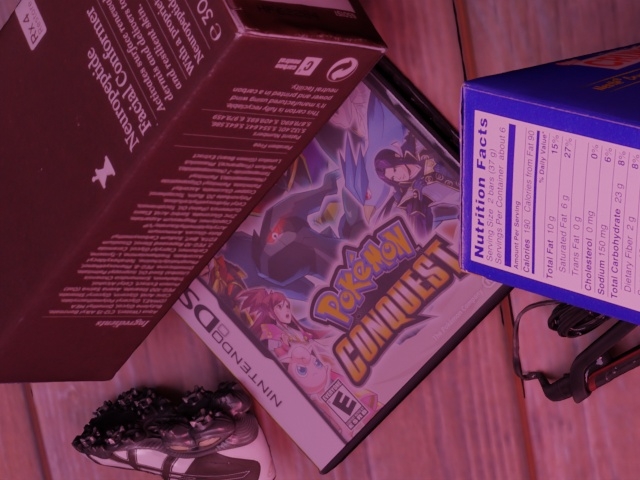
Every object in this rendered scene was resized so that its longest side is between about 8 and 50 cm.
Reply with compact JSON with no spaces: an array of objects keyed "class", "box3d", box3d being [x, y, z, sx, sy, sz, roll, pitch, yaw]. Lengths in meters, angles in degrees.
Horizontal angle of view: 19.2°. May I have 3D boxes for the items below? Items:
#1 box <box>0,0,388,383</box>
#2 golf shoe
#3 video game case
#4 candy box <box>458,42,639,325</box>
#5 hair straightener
[{"class":"box","box3d":[-0.142,-0.082,1.337,0.381,0.143,0.191,-50,55,35]},{"class":"golf shoe","box3d":[-0.116,0.167,1.479,0.198,0.077,0.094,-5,126,48]},{"class":"video game case","box3d":[0.000,0.000,1.375,0.248,0.035,0.275,47,124,9]},{"class":"candy box","box3d":[0.275,-0.025,1.024,0.317,0.268,0.122,18,114,39]},{"class":"hair straightener","box3d":[0.211,0.037,1.262,0.230,0.047,0.089,-35,87,39]}]
